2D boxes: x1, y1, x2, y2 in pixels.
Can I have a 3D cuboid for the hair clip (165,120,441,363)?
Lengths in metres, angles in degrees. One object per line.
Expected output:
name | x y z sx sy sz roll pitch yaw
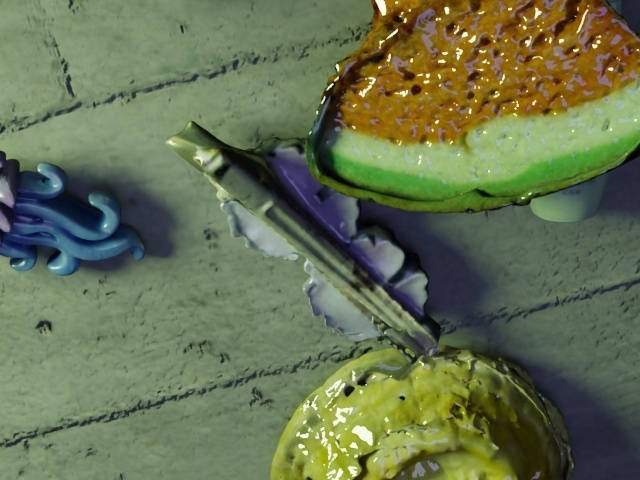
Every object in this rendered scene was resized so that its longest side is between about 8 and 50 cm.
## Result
hair clip | 0.000 0.000 0.916 0.106 0.084 0.292 -44 114 7

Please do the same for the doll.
doll | -0.235 -0.019 0.893 0.205 0.067 0.110 13 120 -21

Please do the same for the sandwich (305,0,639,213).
sandwich | 0.122 -0.121 0.835 0.292 0.109 0.212 -27 93 20

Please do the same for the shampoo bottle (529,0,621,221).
shampoo bottle | 0.200 -0.119 0.896 0.072 0.049 0.213 3 114 6

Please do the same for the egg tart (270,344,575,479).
egg tart | 0.094 0.223 1.005 0.278 0.095 0.279 -1 112 -3
